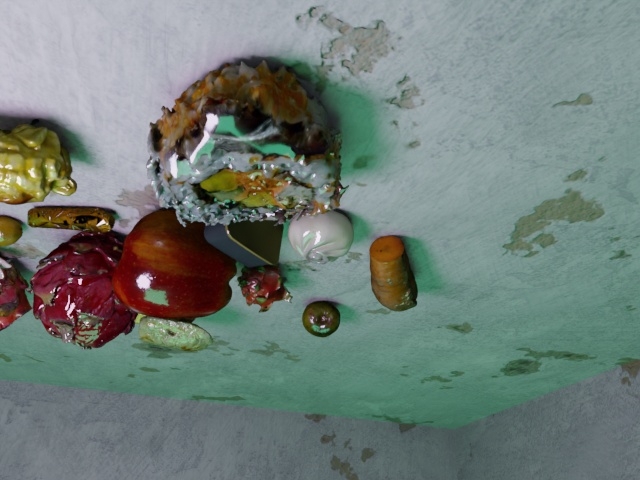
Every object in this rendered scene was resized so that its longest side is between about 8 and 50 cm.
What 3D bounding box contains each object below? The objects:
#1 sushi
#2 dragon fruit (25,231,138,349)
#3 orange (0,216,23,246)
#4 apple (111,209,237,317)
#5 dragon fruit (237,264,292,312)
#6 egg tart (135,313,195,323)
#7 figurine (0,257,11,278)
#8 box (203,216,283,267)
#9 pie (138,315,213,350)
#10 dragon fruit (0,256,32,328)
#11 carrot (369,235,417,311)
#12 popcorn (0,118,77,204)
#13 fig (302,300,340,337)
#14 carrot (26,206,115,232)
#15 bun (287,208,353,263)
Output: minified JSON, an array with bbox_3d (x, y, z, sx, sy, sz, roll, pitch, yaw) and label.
[{"bbox_3d":[-0.144,-0.159,1.123,0.417,0.176,0.418,-4,153,-2],"label":"sushi"},{"bbox_3d":[-0.640,0.134,1.563,0.328,0.329,0.329,3,151,1],"label":"dragon fruit"},{"bbox_3d":[-0.868,-0.024,1.530,0.095,0.085,0.085,6,152,-21],"label":"orange"},{"bbox_3d":[-0.374,0.068,1.436,0.316,0.288,0.288,15,149,-22],"label":"apple"},{"bbox_3d":[-0.157,0.145,1.703,0.135,0.137,0.236,-39,140,11],"label":"dragon fruit"},{"bbox_3d":[-0.559,0.203,1.866,0.314,0.120,0.315,3,153,2],"label":"egg tart"},{"bbox_3d":[-1.007,0.020,1.576,0.235,0.127,0.155,13,114,-9],"label":"figurine"},{"bbox_3d":[-0.190,-0.028,1.390,0.090,0.145,0.201,-12,149,33],"label":"box"},{"bbox_3d":[-0.479,0.316,1.852,0.247,0.090,0.201,13,154,-11],"label":"pie"},{"bbox_3d":[-1.064,0.161,1.715,0.269,0.250,0.291,-31,105,25],"label":"dragon fruit"},{"bbox_3d":[0.204,0.106,1.608,0.138,0.139,0.302,-6,143,16],"label":"carrot"},{"bbox_3d":[-0.626,-0.164,1.175,0.189,0.218,0.170,-8,108,-11],"label":"popcorn"},{"bbox_3d":[0.002,0.290,1.960,0.132,0.127,0.185,-8,148,-7],"label":"fig"},{"bbox_3d":[-0.659,-0.056,1.469,0.228,0.069,0.069,3,151,3],"label":"carrot"},{"bbox_3d":[0.000,0.000,1.444,0.172,0.120,0.173,4,153,2],"label":"bun"}]
